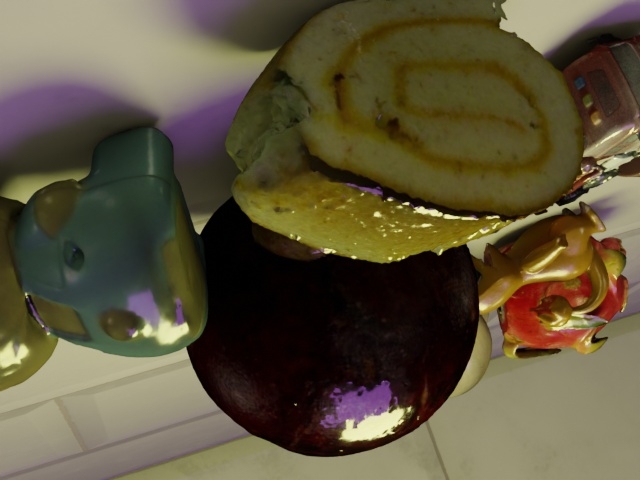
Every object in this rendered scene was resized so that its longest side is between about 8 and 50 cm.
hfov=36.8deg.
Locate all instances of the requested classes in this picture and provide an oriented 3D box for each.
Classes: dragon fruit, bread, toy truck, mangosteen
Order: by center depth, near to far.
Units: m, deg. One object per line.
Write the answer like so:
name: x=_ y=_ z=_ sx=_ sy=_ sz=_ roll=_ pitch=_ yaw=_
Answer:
bread: x=0.054 y=-0.083 z=0.701 sx=0.257 sy=0.185 sz=0.124 roll=-4 pitch=164 yaw=-23
mangosteen: x=0.003 y=0.049 z=0.908 sx=0.297 sy=0.297 sz=0.293 roll=-23 pitch=134 yaw=14
toy truck: x=0.247 y=-0.104 z=0.982 sx=0.135 sy=0.114 sz=0.270 roll=-16 pitch=167 yaw=-28
dragon fruit: x=0.389 y=0.080 z=1.568 sx=0.227 sy=0.224 sz=0.224 roll=0 pitch=164 yaw=2

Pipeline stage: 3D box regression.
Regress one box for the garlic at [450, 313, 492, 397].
garlic: x=0.179 y=0.119 z=1.595 sx=0.246 sy=0.231 sz=0.340 roll=22 pitch=148 yaw=11

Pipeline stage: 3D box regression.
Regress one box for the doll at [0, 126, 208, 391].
doll: x=-0.228 y=0.032 z=0.760 sx=0.261 sy=0.161 sz=0.177 roll=-11 pitch=134 yaw=0

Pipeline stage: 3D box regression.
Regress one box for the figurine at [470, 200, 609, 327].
figurine: x=0.235 y=0.042 z=1.061 sx=0.176 sy=0.122 sz=0.121 roll=-23 pitch=179 yaw=-1

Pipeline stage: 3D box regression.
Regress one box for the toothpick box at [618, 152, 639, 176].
toothpick box: x=0.388 y=-0.122 z=1.096 sx=0.149 sy=0.098 sz=0.098 roll=-5 pitch=159 yaw=-42
